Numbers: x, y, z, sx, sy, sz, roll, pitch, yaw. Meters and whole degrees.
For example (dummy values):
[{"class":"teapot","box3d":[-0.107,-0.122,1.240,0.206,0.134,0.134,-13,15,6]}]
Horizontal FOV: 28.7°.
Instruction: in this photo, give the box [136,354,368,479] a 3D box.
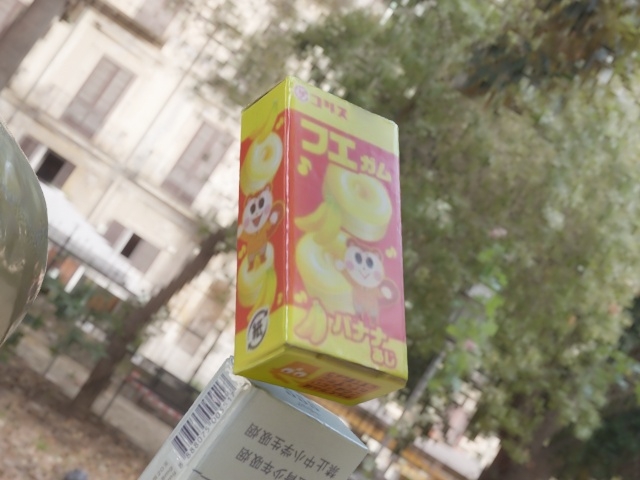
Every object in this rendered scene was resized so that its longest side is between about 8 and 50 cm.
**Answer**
[{"class":"box","box3d":[-0.093,0.251,1.156,0.168,0.259,0.071,36,4,-37]}]

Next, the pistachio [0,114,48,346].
[{"class":"pistachio","box3d":[-0.288,-0.036,0.800,0.332,0.207,0.226,86,-9,-49]}]

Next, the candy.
[{"class":"candy","box3d":[0.000,0.000,1.142,0.146,0.276,0.088,18,-32,-34]}]
